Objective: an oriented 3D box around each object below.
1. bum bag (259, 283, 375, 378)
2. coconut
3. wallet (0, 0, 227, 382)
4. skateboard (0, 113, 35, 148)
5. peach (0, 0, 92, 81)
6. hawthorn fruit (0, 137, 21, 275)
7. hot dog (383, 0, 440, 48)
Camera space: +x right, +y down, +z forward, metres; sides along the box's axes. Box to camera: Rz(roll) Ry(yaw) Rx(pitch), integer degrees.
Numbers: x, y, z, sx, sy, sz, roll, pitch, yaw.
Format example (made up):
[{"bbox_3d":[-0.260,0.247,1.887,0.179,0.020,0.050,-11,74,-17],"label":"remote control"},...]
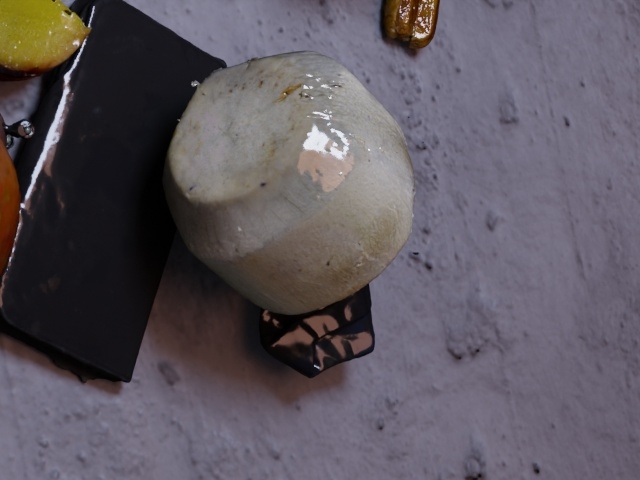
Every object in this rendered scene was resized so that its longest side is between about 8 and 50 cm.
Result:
[{"bbox_3d":[0.000,0.000,2.150,0.137,0.074,0.310,11,71,-25],"label":"bum bag"},{"bbox_3d":[-0.023,-0.057,2.004,0.247,0.245,0.245,42,57,-50],"label":"coconut"},{"bbox_3d":[-0.217,-0.055,1.997,0.197,0.051,0.377,29,67,-36],"label":"wallet"},{"bbox_3d":[-0.339,-0.062,1.895,0.080,0.067,0.151,29,69,-23],"label":"skateboard"},{"bbox_3d":[-0.311,-0.215,1.918,0.172,0.092,0.127,9,83,-50],"label":"peach"},{"bbox_3d":[-0.408,-0.037,1.700,0.284,0.284,0.284,7,79,-39],"label":"hawthorn fruit"},{"bbox_3d":[0.111,-0.305,2.306,0.071,0.045,0.165,20,71,-34],"label":"hot dog"}]
